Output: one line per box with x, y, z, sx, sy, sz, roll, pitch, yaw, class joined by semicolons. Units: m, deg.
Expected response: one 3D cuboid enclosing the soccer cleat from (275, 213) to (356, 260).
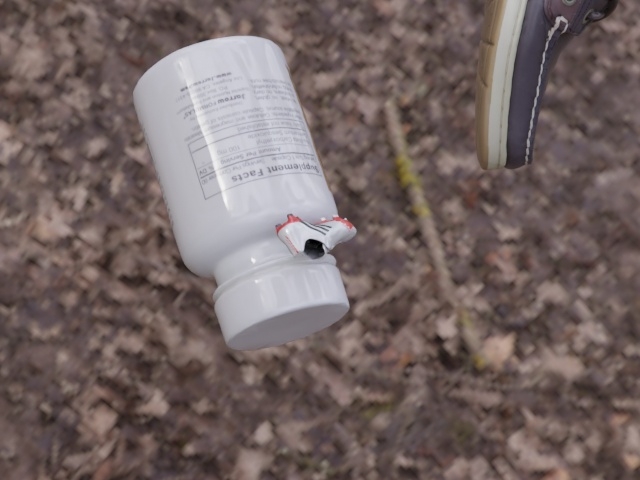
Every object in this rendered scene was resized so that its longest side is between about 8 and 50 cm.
0.000;0.000;1.227;0.083;0.029;0.035;5;50;-51;soccer cleat

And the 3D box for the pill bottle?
-0.059;-0.036;1.296;0.131;0.131;0.229;-5;69;-38;pill bottle

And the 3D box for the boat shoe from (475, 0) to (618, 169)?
0.159;-0.180;1.042;0.092;0.285;0.103;9;8;-1;boat shoe
